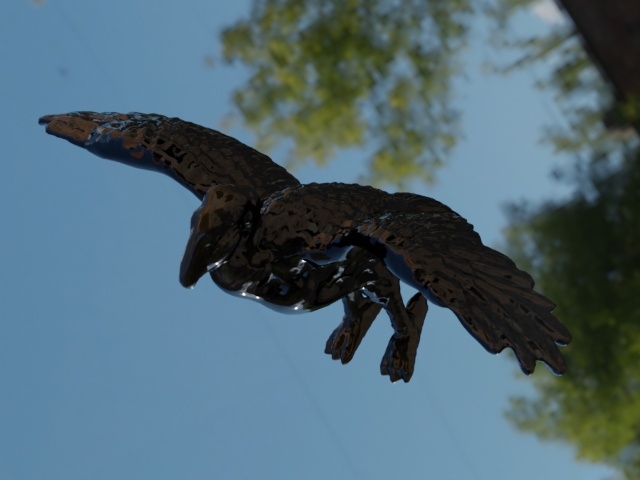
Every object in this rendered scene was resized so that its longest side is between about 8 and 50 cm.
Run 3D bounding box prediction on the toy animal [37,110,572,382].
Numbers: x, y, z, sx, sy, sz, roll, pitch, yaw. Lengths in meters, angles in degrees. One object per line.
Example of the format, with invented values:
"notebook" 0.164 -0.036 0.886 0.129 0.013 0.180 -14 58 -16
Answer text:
"toy animal" 0.000 0.000 0.562 0.220 0.062 0.108 25 177 43
